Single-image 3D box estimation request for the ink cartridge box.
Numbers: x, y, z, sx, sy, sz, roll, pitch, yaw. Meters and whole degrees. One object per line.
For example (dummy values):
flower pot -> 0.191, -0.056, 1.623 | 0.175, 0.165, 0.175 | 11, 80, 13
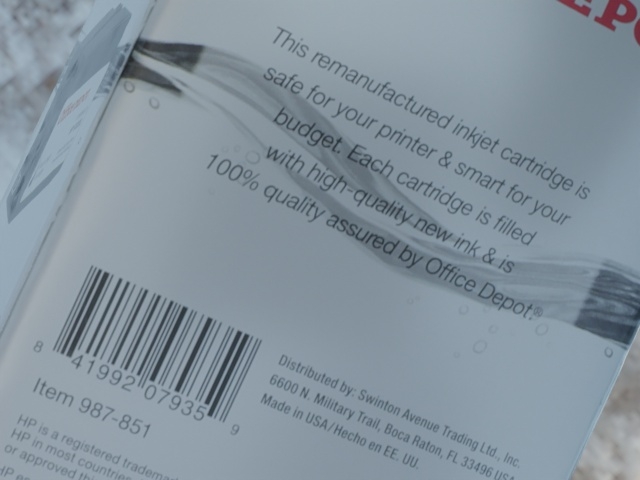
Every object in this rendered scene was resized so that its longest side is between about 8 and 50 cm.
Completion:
ink cartridge box -> 0.000, 0.000, 0.680 | 0.307, 0.223, 0.129 | -65, -162, 0
